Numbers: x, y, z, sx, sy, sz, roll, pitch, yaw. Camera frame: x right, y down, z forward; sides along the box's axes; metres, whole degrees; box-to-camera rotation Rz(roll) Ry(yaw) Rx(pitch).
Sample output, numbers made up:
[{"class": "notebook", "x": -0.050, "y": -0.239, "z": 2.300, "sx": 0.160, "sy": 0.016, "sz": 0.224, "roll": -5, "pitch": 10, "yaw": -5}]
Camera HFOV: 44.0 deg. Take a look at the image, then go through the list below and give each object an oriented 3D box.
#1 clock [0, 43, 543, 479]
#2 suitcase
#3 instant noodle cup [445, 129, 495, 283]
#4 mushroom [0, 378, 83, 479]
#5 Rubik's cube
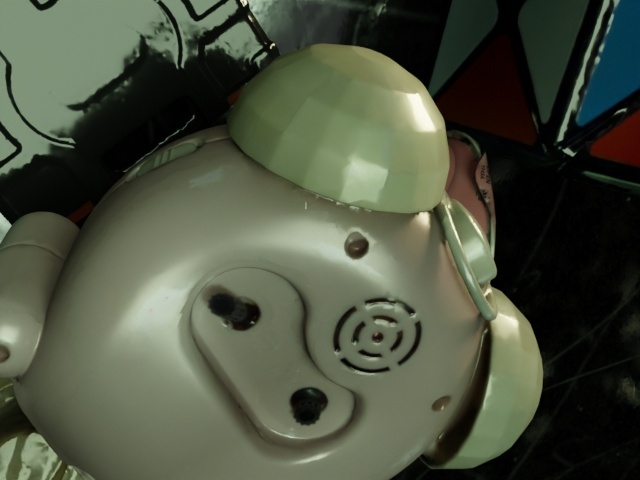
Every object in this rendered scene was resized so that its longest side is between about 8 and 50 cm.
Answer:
[{"class": "clock", "x": -0.028, "y": 0.061, "z": 0.569, "sx": 0.325, "sy": 0.184, "sz": 0.342, "roll": -26, "pitch": 123, "yaw": 5}, {"class": "suitcase", "x": -0.196, "y": -0.153, "z": 0.682, "sx": 0.285, "sy": 0.066, "sz": 0.206, "roll": -38, "pitch": 117, "yaw": -8}, {"class": "instant noodle cup", "x": 0.000, "y": 0.000, "z": 0.737, "sx": 0.255, "sy": 0.244, "sz": 0.244, "roll": 5, "pitch": 104, "yaw": -17}, {"class": "mushroom", "x": -0.242, "y": 0.153, "z": 0.671, "sx": 0.207, "sy": 0.215, "sz": 0.207, "roll": -4, "pitch": 102, "yaw": -17}, {"class": "Rubik's cube", "x": 0.275, "y": -0.186, "z": 0.771, "sx": 0.246, "sy": 0.250, "sz": 0.248, "roll": 11, "pitch": 103, "yaw": -25}]
